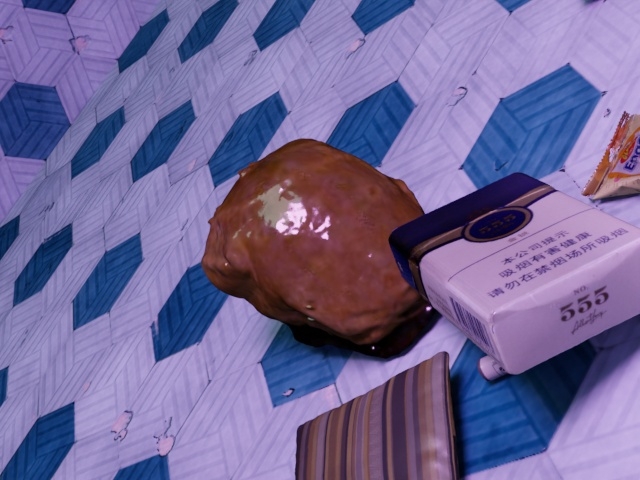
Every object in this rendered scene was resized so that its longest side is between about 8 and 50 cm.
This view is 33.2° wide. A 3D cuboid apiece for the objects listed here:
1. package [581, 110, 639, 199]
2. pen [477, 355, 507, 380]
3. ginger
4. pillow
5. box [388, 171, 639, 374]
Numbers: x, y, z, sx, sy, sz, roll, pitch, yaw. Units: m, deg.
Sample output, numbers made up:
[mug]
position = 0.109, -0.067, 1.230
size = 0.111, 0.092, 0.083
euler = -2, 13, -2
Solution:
[package]
position = 0.325, -0.085, 1.053
size = 0.121, 0.031, 0.108
euler = 5, 59, 56
[pen]
position = 0.235, 0.081, 0.993
size = 0.204, 0.025, 0.025
euler = -30, 34, 29
[ginger]
position = 0.002, -0.003, 1.218
size = 0.269, 0.223, 0.200
euler = -3, 50, 56
[pillow]
position = 0.051, 0.230, 1.042
size = 0.212, 0.052, 0.208
euler = -33, 35, 31
[box]
position = 0.184, 0.019, 1.007
size = 0.168, 0.071, 0.259
euler = -26, 23, -9
